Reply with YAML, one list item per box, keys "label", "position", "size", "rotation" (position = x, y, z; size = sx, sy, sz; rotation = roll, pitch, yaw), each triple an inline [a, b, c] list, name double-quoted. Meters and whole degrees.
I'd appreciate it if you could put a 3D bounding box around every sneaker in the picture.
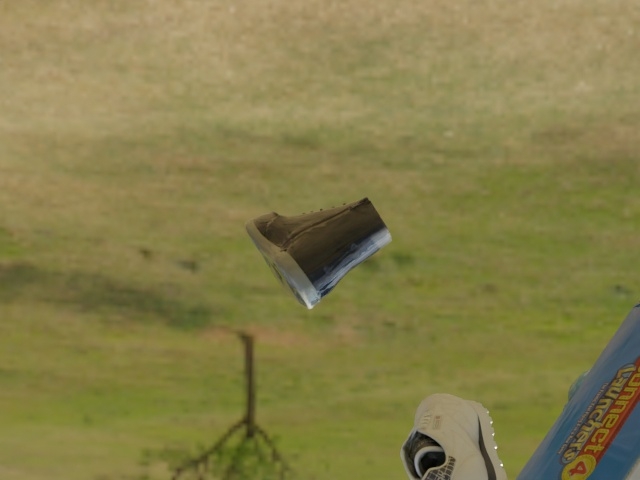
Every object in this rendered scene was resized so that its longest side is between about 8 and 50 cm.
- label: "sneaker"
  position: [0.132, 0.222, 1.579]
  size: [0.095, 0.090, 0.235]
  rotation: [23, -167, -15]
- label: "sneaker"
  position: [0.000, 0.000, 1.519]
  size: [0.118, 0.083, 0.222]
  rotation: [-33, -159, -6]

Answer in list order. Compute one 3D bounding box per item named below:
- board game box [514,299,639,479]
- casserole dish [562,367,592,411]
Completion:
- label: "board game box"
  position: [0.222, 0.248, 0.862]
  size: [0.302, 0.308, 0.086]
  rotation: [49, 154, -21]
- label: "casserole dish"
  position: [0.350, 0.170, 1.521]
  size: [0.188, 0.114, 0.037]
  rotation: [-6, 139, -4]
